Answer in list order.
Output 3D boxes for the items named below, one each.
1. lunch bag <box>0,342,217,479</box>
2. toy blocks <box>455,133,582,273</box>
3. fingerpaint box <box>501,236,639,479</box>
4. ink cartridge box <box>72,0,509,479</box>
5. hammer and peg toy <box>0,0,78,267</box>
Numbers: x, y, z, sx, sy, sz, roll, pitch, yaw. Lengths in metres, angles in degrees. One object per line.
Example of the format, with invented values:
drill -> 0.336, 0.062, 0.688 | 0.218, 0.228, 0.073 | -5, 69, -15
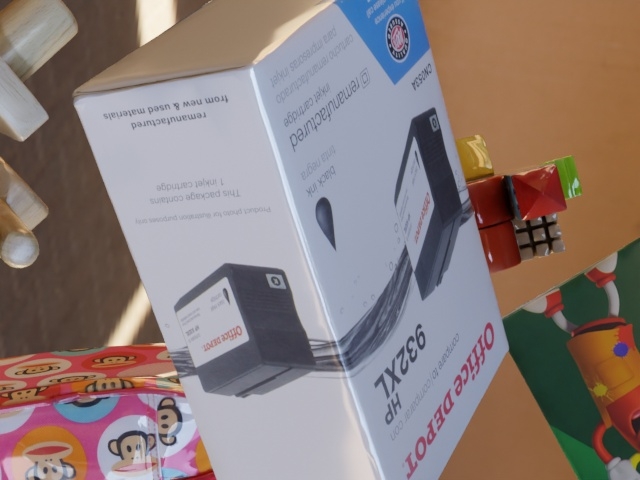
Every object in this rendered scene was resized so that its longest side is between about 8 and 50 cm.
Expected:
lunch bag -> -0.224, 0.162, 1.220 | 0.258, 0.293, 0.120 | -121, -154, -79
toy blocks -> 0.112, -0.003, 1.422 | 0.261, 0.381, 0.190 | -43, 119, -85
fingerpaint box -> 0.357, 0.262, 1.178 | 0.445, 0.163, 0.371 | 46, 15, -55
ink cartridge box -> 0.000, 0.000, 0.840 | 0.223, 0.129, 0.307 | -49, 128, -52
hammer and peg toy -> -0.247, -0.135, 0.776 | 0.127, 0.266, 0.361 | -45, 120, -14
